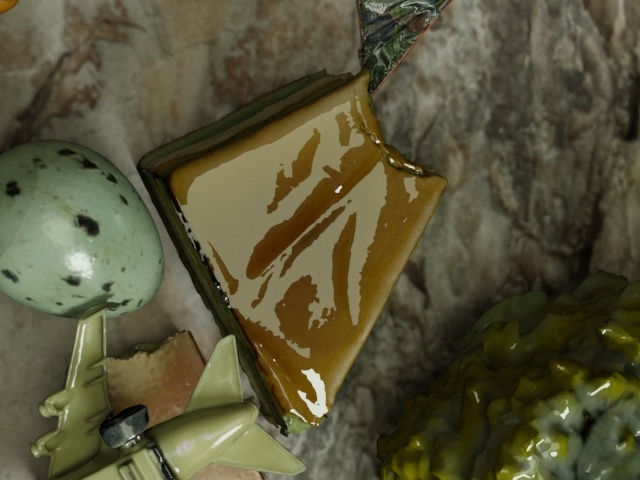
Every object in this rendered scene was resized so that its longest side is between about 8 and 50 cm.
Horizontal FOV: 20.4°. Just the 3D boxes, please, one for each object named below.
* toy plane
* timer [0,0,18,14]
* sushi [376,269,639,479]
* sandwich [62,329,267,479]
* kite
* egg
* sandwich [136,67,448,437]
[{"bbox_3d":[-0.149,0.177,1.328,0.256,0.104,0.242,-29,97,2],"label":"toy plane"},{"bbox_3d":[-0.319,-0.184,1.306,0.152,0.132,0.132,-34,106,17],"label":"timer"},{"bbox_3d":[0.256,0.197,1.395,0.396,0.240,0.351,-23,94,-29],"label":"sushi"},{"bbox_3d":[-0.113,0.149,1.421,0.193,0.058,0.162,9,95,-13],"label":"sandwich"},{"bbox_3d":[0.058,-0.223,1.439,0.189,0.009,0.232,-8,100,-14],"label":"kite"},{"bbox_3d":[-0.190,-0.004,1.349,0.164,0.131,0.131,38,87,-36],"label":"egg"},{"bbox_3d":[0.000,0.000,1.379,0.198,0.155,0.227,-28,104,-9],"label":"sandwich"}]
